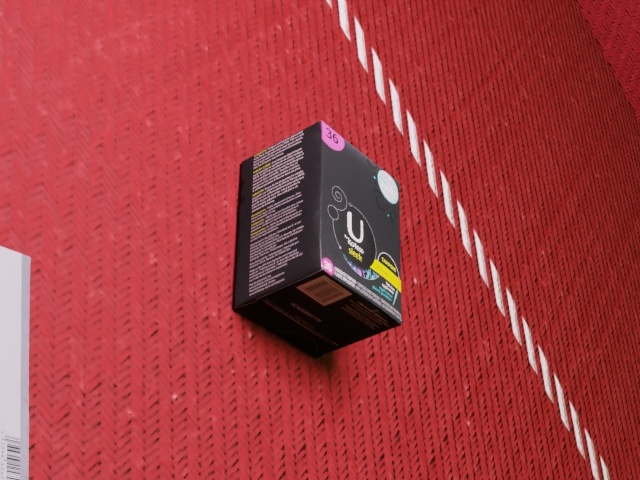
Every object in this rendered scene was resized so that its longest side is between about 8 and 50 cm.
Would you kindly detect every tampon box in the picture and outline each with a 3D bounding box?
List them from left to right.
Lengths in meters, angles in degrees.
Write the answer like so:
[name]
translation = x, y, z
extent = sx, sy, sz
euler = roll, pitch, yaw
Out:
[tampon box]
translation = 0.000, 0.000, 1.103
extent = 0.120, 0.101, 0.161
euler = 35, 43, -40

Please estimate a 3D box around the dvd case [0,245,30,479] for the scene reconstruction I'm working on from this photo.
[dvd case]
translation = -0.276, 0.058, 0.735
extent = 0.238, 0.029, 0.179
euler = 26, 50, -46
